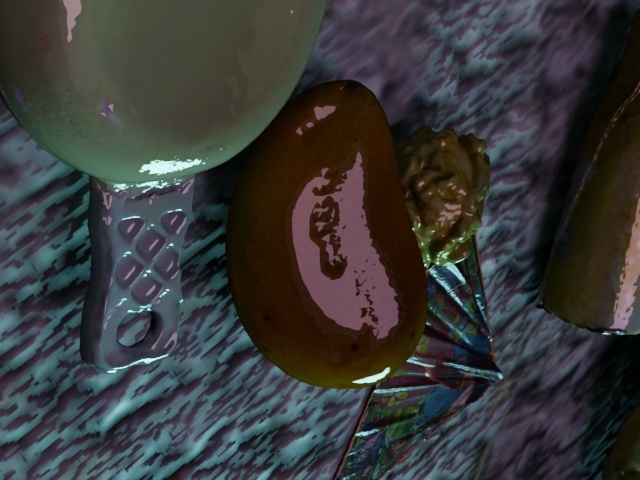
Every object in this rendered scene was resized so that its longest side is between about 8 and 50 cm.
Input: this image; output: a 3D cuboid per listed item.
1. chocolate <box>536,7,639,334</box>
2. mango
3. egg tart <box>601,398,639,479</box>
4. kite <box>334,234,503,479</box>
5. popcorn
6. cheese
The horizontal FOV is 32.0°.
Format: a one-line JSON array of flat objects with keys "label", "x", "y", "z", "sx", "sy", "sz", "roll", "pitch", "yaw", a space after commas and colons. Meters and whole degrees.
[{"label": "chocolate", "x": 0.209, "y": -0.048, "z": 0.759, "sx": 0.085, "sy": 0.085, "sz": 0.219, "roll": -3, "pitch": 108, "yaw": -43}, {"label": "mango", "x": -0.001, "y": 0.001, "z": 0.575, "sx": 0.105, "sy": 0.084, "sz": 0.159, "roll": -15, "pitch": 101, "yaw": -20}, {"label": "egg tart", "x": 0.433, "y": 0.129, "z": 0.985, "sx": 0.443, "sy": 0.178, "sz": 0.443, "roll": -23, "pitch": 126, "yaw": -37}, {"label": "kite", "x": 0.064, "y": 0.090, "z": 0.730, "sx": 0.183, "sy": 0.014, "sz": 0.241, "roll": 25, "pitch": 94, "yaw": -47}, {"label": "popcorn", "x": 0.065, "y": -0.023, "z": 0.630, "sx": 0.082, "sy": 0.057, "sz": 0.083, "roll": -75, "pitch": 173, "yaw": -50}, {"label": "cheese", "x": -0.086, "y": -0.062, "z": 0.466, "sx": 0.163, "sy": 0.070, "sz": 0.249, "roll": 15, "pitch": 100, "yaw": -47}]
